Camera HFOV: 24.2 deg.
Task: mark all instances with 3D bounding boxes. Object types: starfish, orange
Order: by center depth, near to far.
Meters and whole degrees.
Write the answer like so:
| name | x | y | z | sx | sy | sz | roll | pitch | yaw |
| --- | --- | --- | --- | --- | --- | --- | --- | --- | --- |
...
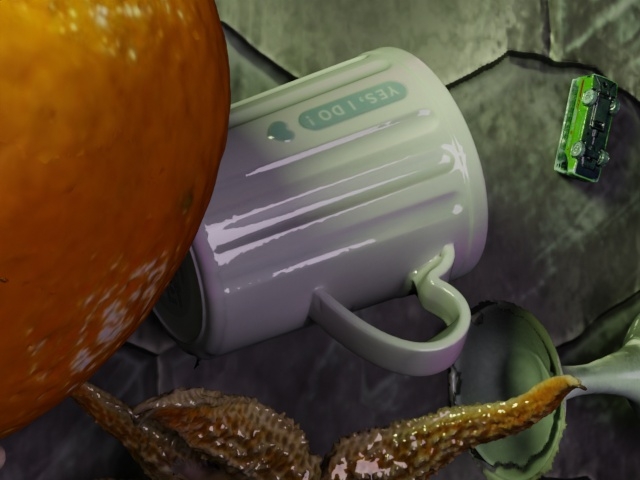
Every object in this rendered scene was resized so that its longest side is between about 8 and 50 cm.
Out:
| name | x | y | z | sx | sy | sz | roll | pitch | yaw |
| --- | --- | --- | --- | --- | --- | --- | --- | --- | --- |
| orange | -0.250 | -0.069 | 0.722 | 0.424 | 0.424 | 0.326 | 16 | 102 | -28 |
| starfish | -0.035 | 0.146 | 0.930 | 0.293 | 0.301 | 0.084 | 19 | 46 | -24 |

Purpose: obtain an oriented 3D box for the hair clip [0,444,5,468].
| name | x | y | z | sx | sy | sz | roll | pitch | yaw |
| --- | --- | --- | --- | --- | --- | --- | --- | --- | --- |
| hair clip | -0.214 | 0.087 | 0.932 | 0.056 | 0.062 | 0.214 | 26 | 78 | -37 |

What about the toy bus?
| name | x | y | z | sx | sy | sz | roll | pitch | yaw |
| --- | --- | --- | --- | --- | --- | --- | --- | --- | --- |
| toy bus | 0.210 | -0.088 | 1.182 | 0.031 | 0.037 | 0.083 | 18 | 81 | -28 |

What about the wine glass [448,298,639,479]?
| name | x | y | z | sx | sy | sz | roll | pitch | yaw |
| --- | --- | --- | --- | --- | --- | --- | --- | --- | --- |
| wine glass | 0.257 | 0.105 | 1.150 | 0.321 | 0.143 | 0.143 | -4 | 91 | -31 |

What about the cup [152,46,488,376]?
| name | x | y | z | sx | sy | sz | roll | pitch | yaw |
| --- | --- | --- | --- | --- | --- | --- | --- | --- | --- |
| cup | -0.004 | -0.015 | 0.965 | 0.202 | 0.221 | 0.167 | -20 | 116 | -24 |
